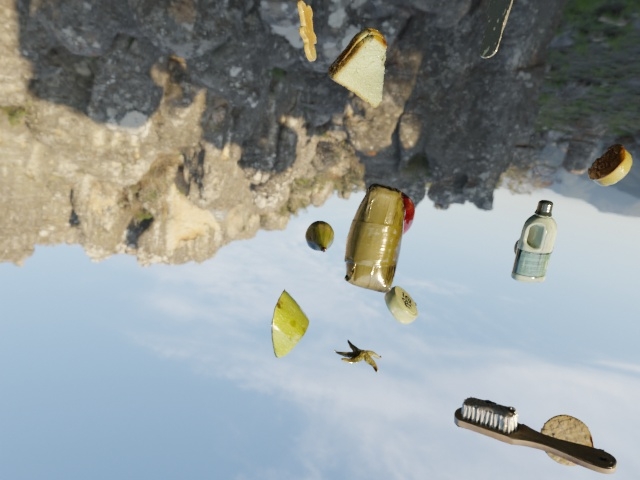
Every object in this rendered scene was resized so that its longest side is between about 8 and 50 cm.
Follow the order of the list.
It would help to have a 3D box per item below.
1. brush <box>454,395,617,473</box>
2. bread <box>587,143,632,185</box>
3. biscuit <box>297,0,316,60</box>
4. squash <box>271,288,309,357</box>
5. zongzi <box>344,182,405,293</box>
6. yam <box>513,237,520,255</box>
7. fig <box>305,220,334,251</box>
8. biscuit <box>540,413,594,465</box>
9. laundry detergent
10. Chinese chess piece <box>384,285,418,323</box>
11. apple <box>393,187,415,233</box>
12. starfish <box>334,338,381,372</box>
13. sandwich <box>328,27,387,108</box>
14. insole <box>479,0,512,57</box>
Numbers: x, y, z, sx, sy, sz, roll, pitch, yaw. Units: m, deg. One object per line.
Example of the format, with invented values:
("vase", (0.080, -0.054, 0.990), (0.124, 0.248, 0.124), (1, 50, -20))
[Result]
("brush", (0.447, 0.407, 1.024), (0.327, 0.065, 0.070), (9, -161, 37))
("bread", (1.073, -0.272, 1.760), (0.086, 0.156, 0.125), (32, -156, -14))
("biscuit", (-0.055, -0.858, 1.964), (0.030, 0.234, 0.153), (-6, -173, 23))
("squash", (-0.085, 0.253, 1.492), (0.085, 0.184, 0.192), (6, -139, 16))
("zongzi", (0.148, -0.015, 1.323), (0.145, 0.274, 0.300), (12, -175, 3))
("yam", (0.671, 0.022, 1.500), (0.141, 0.079, 0.079), (-3, -165, -41))
("fig", (0.011, 0.004, 2.009), (0.126, 0.133, 0.185), (22, -154, -46))
("biscuit", (0.599, 0.486, 1.163), (0.120, 0.120, 0.015), (13, 170, 23))
("laundry detergent", (0.584, 0.002, 1.290), (0.099, 0.226, 0.070), (2, -160, -8))
("Chinese chess piece", (0.295, 0.233, 1.736), (0.144, 0.058, 0.144), (41, -156, -23))
("apple", (0.281, -0.110, 2.001), (0.218, 0.218, 0.201), (5, 148, -20))
("starfish", (0.156, 0.451, 1.889), (0.223, 0.050, 0.217), (14, -172, -34))
("sandwich", (0.206, -0.705, 1.962), (0.288, 0.254, 0.100), (24, -144, -38))
("insole", (0.529, -0.667, 1.429), (0.011, 0.248, 0.081), (13, -179, -38))
